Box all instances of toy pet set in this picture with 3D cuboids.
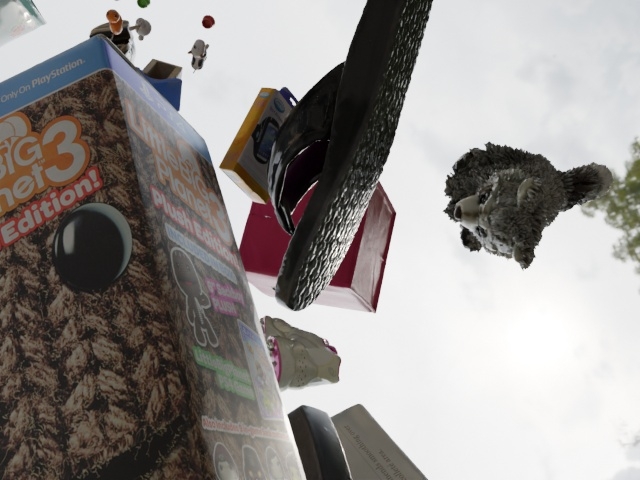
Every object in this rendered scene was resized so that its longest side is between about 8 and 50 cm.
[{"bbox_3d":[-0.192,-0.207,0.803,0.122,0.114,0.065,16,-141,0],"label":"toy pet set"}]

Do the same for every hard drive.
[{"bbox_3d":[-0.045,0.301,0.780,0.054,0.172,0.254,53,-171,-27],"label":"hard drive"}]

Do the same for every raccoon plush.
[{"bbox_3d":[0.453,-0.098,1.392,0.447,0.299,0.216,-22,-72,-12],"label":"raccoon plush"}]

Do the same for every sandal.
[{"bbox_3d":[0.022,-0.136,0.834,0.167,0.107,0.445,27,-99,-71],"label":"sandal"}]

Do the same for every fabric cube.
[{"bbox_3d":[0.000,0.000,1.567,0.254,0.258,0.258,50,-129,-66],"label":"fabric cube"}]

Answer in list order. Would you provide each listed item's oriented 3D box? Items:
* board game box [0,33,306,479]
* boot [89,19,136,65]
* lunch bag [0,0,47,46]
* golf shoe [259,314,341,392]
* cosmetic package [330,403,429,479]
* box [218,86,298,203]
[{"bbox_3d":[-0.165,0.070,0.423,0.141,0.232,0.290,49,-161,-64],"label":"board game box"},{"bbox_3d":[-0.288,-0.223,0.988,0.219,0.082,0.106,-91,-10,-54],"label":"boot"},{"bbox_3d":[-0.480,-0.299,0.837,0.223,0.262,0.160,-32,-85,-6],"label":"lunch bag"},{"bbox_3d":[-0.047,0.210,1.294,0.140,0.306,0.115,4,-84,-11],"label":"golf shoe"},{"bbox_3d":[-0.004,0.528,1.067,0.394,0.329,0.327,-22,-56,-19],"label":"cosmetic package"},{"bbox_3d":[-0.067,-0.124,0.880,0.081,0.028,0.136,47,-119,-50],"label":"box"}]
